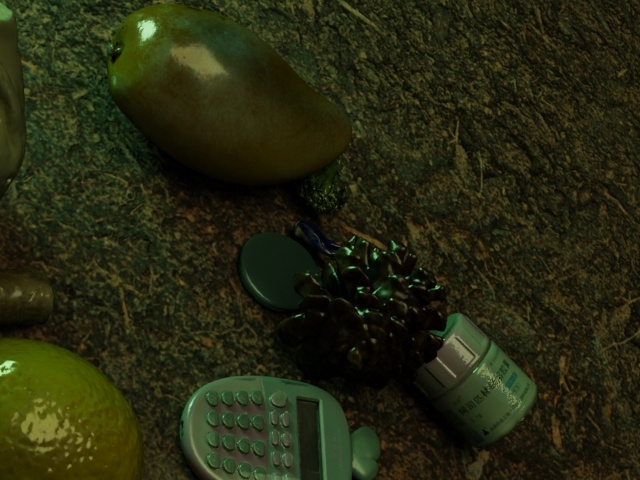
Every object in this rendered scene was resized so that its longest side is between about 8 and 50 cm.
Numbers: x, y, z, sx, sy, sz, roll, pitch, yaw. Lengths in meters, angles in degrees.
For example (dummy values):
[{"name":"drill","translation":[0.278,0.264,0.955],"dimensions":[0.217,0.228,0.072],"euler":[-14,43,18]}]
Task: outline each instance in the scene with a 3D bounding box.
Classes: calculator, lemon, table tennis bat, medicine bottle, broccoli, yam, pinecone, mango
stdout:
[{"name":"calculator","translation":[-0.050,0.273,1.877],"dimensions":[0.299,0.041,0.185],"euler":[12,57,-29]},{"name":"lemon","translation":[-0.327,0.234,1.559],"dimensions":[0.267,0.267,0.267],"euler":[18,54,-27]},{"name":"table tennis bat","translation":[-0.028,0.051,2.037],"dimensions":[0.201,0.033,0.124],"euler":[11,57,-29]},{"name":"medicine bottle","translation":[0.218,0.205,2.057],"dimensions":[0.168,0.135,0.135],"euler":[45,46,-4]},{"name":"broccoli","translation":[-0.001,-0.093,2.106],"dimensions":[0.095,0.092,0.097],"euler":[43,15,-23]},{"name":"yam","translation":[-0.485,0.065,1.659],"dimensions":[0.357,0.081,0.081],"euler":[1,63,-35]},{"name":"pinecone","translation":[0.066,0.101,1.957],"dimensions":[0.229,0.202,0.201],"euler":[32,65,-18]},{"name":"mango","translation":[-0.131,-0.198,1.995],"dimensions":[0.384,0.199,0.221],"euler":[20,52,-25]}]

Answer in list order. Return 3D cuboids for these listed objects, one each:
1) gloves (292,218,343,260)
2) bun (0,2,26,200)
[{"name":"gloves","translation":[0.000,0.000,2.078],"dimensions":[0.086,0.026,0.064],"euler":[38,16,9]},{"name":"bun","translation":[-0.460,-0.156,1.632],"dimensions":[0.365,0.219,0.365],"euler":[4,90,-66]}]
